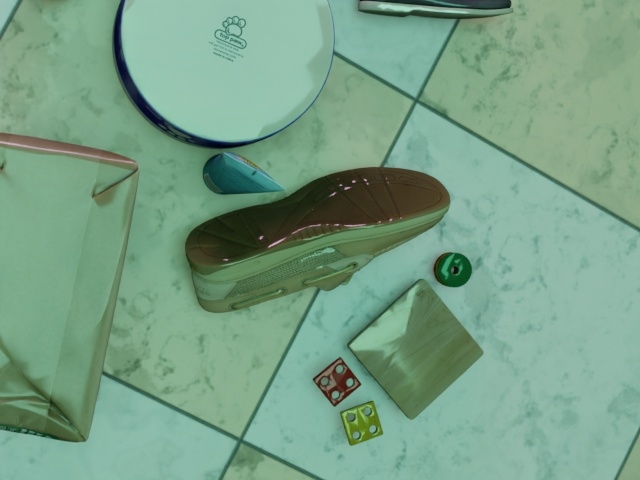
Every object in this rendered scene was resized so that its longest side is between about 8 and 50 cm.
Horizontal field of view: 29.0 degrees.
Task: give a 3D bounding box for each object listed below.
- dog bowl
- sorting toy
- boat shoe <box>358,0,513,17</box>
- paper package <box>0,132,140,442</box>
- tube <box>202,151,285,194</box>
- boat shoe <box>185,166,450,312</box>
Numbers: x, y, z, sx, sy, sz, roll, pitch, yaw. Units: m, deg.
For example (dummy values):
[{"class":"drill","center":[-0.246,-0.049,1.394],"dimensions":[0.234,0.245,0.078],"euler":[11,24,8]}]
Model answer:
[{"class":"dog bowl","center":[-0.119,-0.246,1.519],"dimensions":[0.265,0.104,0.264],"euler":[0,92,-14]},{"class":"sorting toy","center":[0.113,0.146,1.614],"dimensions":[0.274,0.046,0.132],"euler":[-42,100,-10]},{"class":"boat shoe","center":[0.151,-0.321,1.597],"dimensions":[0.206,0.075,0.064],"euler":[1,94,-9]},{"class":"paper package","center":[-0.314,0.042,1.369],"dimensions":[0.168,0.325,0.309],"euler":[10,90,-13]},{"class":"tube","center":[-0.100,-0.080,1.475],"dimensions":[0.080,0.207,0.052],"euler":[25,86,-14]},{"class":"boat shoe","center":[0.000,0.000,1.561],"dimensions":[0.341,0.121,0.110],"euler":[-15,132,-10]}]
